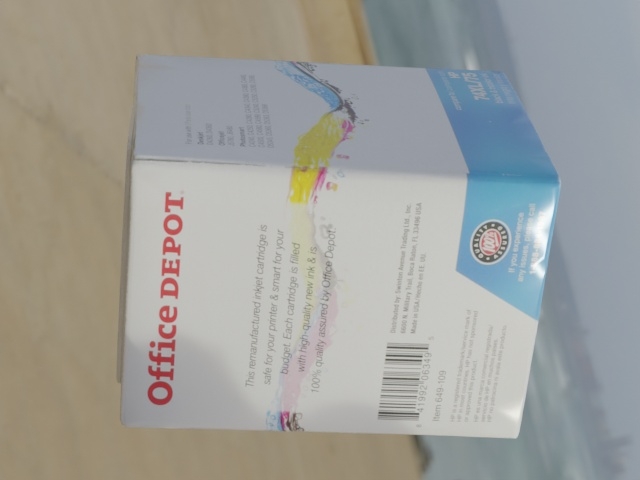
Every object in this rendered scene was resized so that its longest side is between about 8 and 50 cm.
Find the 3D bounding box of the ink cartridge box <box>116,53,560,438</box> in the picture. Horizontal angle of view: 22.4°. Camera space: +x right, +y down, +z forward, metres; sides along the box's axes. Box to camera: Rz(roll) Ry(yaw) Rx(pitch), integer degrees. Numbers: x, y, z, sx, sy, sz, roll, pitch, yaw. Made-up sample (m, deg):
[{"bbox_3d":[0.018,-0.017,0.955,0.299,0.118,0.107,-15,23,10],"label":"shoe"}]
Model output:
[{"bbox_3d":[0.000,0.000,1.106,0.197,0.270,0.198,-101,-165,-63],"label":"ink cartridge box"}]
